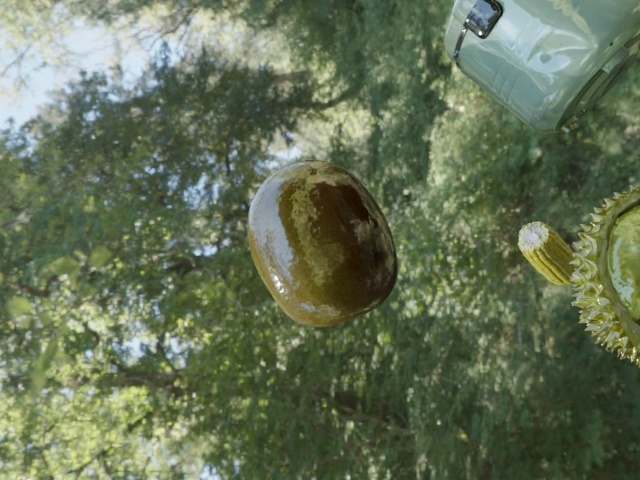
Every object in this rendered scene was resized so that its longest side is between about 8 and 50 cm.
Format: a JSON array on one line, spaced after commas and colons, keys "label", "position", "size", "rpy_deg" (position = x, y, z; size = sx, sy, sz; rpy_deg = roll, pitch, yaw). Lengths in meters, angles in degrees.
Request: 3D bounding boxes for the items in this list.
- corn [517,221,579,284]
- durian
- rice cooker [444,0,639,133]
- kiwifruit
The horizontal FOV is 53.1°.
[{"label": "corn", "position": [0.482, 0.033, 1.339], "size": [0.248, 0.081, 0.081], "rpy_deg": [31, -127, -47]}, {"label": "durian", "position": [0.288, 0.023, 0.550], "size": [0.146, 0.208, 0.102], "rpy_deg": [66, 155, 8]}, {"label": "rice cooker", "position": [0.293, -0.281, 0.836], "size": [0.244, 0.226, 0.226], "rpy_deg": [45, 179, 20]}, {"label": "kiwifruit", "position": [0.000, 0.000, 0.881], "size": [0.234, 0.196, 0.196], "rpy_deg": [67, -170, 9]}]
